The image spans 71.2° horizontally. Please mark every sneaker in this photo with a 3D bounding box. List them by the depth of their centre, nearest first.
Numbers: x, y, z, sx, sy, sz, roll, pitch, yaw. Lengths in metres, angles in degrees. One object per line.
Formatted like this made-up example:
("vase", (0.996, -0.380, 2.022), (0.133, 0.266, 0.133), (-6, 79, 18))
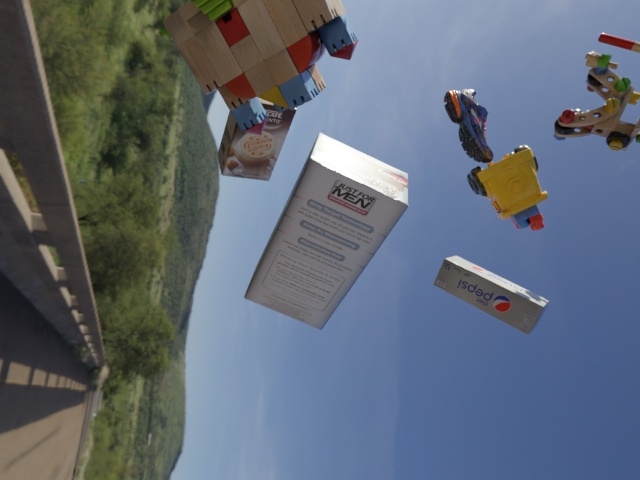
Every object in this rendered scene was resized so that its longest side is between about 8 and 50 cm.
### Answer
("sneaker", (0.405, -0.306, 1.169), (0.083, 0.087, 0.221), (64, 5, -81))

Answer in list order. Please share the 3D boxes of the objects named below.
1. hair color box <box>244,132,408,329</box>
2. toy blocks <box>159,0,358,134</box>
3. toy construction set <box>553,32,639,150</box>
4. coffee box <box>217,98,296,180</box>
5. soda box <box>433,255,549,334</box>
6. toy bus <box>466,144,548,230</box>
("hair color box", (0.000, 0.000, 0.886), (0.113, 0.186, 0.374), (-76, -168, -51))
("toy blocks", (-0.092, -0.352, 0.821), (0.382, 0.260, 0.190), (-19, -157, 28))
("toy construction set", (0.857, -0.405, 1.285), (0.237, 0.257, 0.308), (32, -33, 28))
("coffee box", (-0.176, -0.286, 1.194), (0.246, 0.141, 0.098), (119, -36, -43))
("soda box", (0.473, 0.145, 1.253), (0.286, 0.098, 0.091), (29, -70, 31))
("toy bus", (0.496, -0.118, 1.157), (0.211, 0.150, 0.220), (63, 12, 3))
